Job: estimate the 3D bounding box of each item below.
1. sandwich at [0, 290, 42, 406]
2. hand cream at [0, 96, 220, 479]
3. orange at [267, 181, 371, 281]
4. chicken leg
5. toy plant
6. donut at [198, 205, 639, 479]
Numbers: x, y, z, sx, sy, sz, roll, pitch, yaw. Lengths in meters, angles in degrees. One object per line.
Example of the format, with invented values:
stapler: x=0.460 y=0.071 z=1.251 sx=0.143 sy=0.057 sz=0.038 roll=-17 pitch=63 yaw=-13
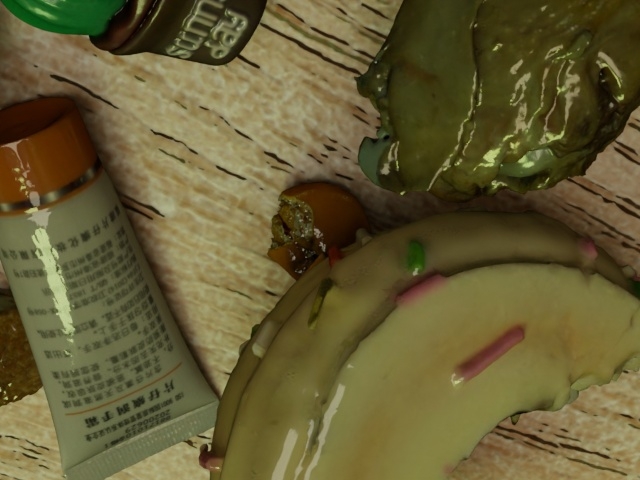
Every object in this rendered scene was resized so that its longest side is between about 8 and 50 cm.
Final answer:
sandwich: x=-0.399 y=0.103 z=0.799 sx=0.254 sy=0.288 sz=0.100 roll=13 pitch=118 yaw=46
hand cream: x=-0.170 y=0.047 z=0.777 sx=0.139 sy=0.089 sz=0.314 roll=-21 pitch=116 yaw=-17
orange: x=0.000 y=0.000 z=0.761 sx=0.086 sy=0.062 sz=0.086 roll=0 pitch=117 yaw=-1
chicken leg: x=0.153 y=-0.221 z=0.606 sx=0.201 sy=0.153 sz=0.429 roll=14 pitch=109 yaw=4
toy plant: x=-0.131 y=-0.184 z=0.643 sx=0.200 sy=0.105 sz=0.143 roll=21 pitch=128 yaw=-28
donut: x=0.066 y=0.146 z=0.710 sx=0.307 sy=0.150 sz=0.371 roll=24 pitch=90 yaw=-29
